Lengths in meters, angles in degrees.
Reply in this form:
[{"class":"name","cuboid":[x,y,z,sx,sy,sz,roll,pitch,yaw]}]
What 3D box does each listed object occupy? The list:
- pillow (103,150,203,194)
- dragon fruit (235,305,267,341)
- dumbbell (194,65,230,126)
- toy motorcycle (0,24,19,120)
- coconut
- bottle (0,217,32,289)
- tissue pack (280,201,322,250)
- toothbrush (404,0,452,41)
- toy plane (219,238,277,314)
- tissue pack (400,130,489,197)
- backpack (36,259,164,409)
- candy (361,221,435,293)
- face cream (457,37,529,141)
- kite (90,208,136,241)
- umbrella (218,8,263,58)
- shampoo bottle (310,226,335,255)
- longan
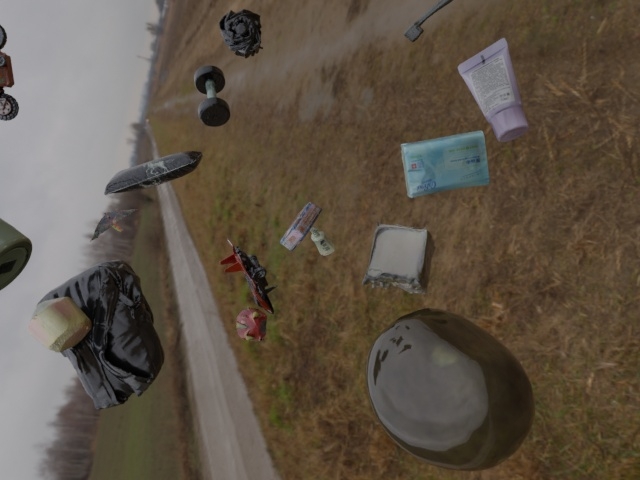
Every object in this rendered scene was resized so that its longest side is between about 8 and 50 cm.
[{"class":"pillow","cuboid":[-0.363,-0.152,1.259,0.141,0.208,0.055,-112,5,-68]},{"class":"dragon fruit","cuboid":[-0.164,0.199,1.359,0.056,0.060,0.083,0,83,39]},{"class":"dumbbell","cuboid":[-0.345,-0.459,1.825,0.100,0.100,0.191,122,143,-48]},{"class":"toy motorcycle","cuboid":[-1.015,-0.511,1.734,0.089,0.171,0.298,-105,10,-79]},{"class":"coconut","cuboid":[-0.770,0.239,1.682,0.147,0.153,0.147,-47,-3,-4]},{"class":"bottle","cuboid":[-1.003,-0.022,1.567,0.229,0.352,0.229,-53,-1,-1]},{"class":"tissue pack","cuboid":[-0.069,-0.052,2.016,0.115,0.065,0.155,-48,7,47]},{"class":"toothbrush","cuboid":[0.305,-0.550,1.258,0.297,0.030,0.030,-40,-6,21]},{"class":"toy plane","cuboid":[-0.125,0.079,1.119,0.061,0.189,0.130,-39,39,-4]},{"class":"tissue pack","cuboid":[0.404,-0.247,1.858,0.089,0.263,0.177,-77,-23,-81]},{"class":"backpack","cuboid":[-0.685,0.304,1.840,0.445,0.363,0.255,58,-172,5]},{"class":"candy","cuboid":[0.234,0.053,1.692,0.137,0.185,0.195,41,-123,-67]},{"class":"face cream","cuboid":[0.493,-0.416,1.612,0.154,0.096,0.273,-27,71,37]},{"class":"kite","cuboid":[-0.714,-0.061,1.966,0.159,0.190,0.010,39,162,46]},{"class":"umbrella","cuboid":[-0.203,-0.552,1.570,0.340,0.118,0.118,-95,18,-79]},{"class":"shampoo bottle","cuboid":[0.000,0.000,1.706,0.141,0.049,0.034,53,-148,-55]},{"class":"longan","cuboid":[0.289,0.342,1.324,0.336,0.404,0.404,-40,8,-19]}]
